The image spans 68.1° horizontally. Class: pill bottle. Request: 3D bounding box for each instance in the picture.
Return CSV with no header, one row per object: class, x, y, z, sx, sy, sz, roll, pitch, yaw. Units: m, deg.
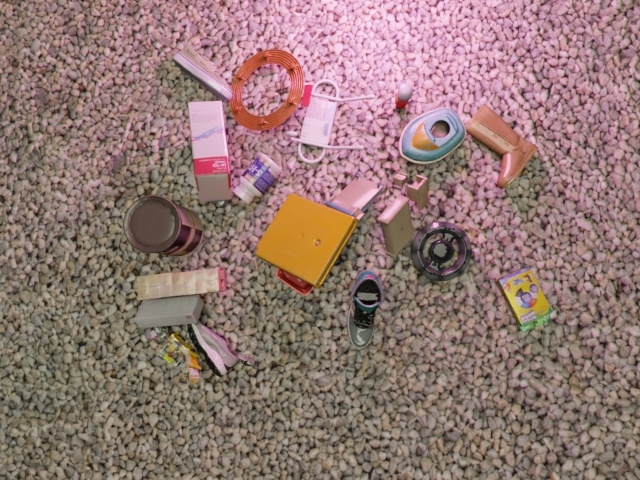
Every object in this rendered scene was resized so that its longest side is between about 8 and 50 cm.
pill bottle,-0.248,-0.234,1.834,0.112,0.112,0.187,41,88,5

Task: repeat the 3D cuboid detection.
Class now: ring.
ring,-0.219,-0.592,1.845,0.336,0.032,0.337,-4,80,22

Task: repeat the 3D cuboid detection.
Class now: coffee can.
coffee can,-0.569,-0.046,1.751,0.201,0.275,0.202,0,86,3

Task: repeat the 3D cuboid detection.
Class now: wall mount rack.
wall mount rack,0.038,-0.468,1.832,0.304,0.130,0.350,12,87,4

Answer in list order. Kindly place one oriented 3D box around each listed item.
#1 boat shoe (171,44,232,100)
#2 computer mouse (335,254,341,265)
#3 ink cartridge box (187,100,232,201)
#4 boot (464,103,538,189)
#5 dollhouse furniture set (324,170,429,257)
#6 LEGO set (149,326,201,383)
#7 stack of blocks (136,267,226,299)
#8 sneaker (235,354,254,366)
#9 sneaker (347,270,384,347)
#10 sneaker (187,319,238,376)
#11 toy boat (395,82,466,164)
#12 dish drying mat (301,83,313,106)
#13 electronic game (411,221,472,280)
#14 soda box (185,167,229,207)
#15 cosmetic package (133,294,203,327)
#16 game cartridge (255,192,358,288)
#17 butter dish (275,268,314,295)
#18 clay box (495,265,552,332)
boat shoe,-0.459,-0.674,1.885,0.302,0.109,0.094,38,86,8
computer mouse,0.000,0.000,1.846,0.071,0.041,0.242,-33,78,-9
ink cartridge box,-0.408,-0.327,1.757,0.131,0.226,0.306,-5,72,-10
boot,0.664,-0.358,1.821,0.269,0.089,0.236,39,76,4
dollhouse furniture set,0.218,-0.129,1.830,0.303,0.198,0.286,27,62,34
LEGO set,-0.538,0.453,1.781,0.287,0.132,0.107,42,94,27
stack of blocks,-0.511,0.164,1.784,0.297,0.171,0.087,-6,85,1
sneaker,-0.295,0.461,1.817,0.083,0.037,0.032,15,88,5
sneaker,0.165,0.256,1.741,0.123,0.178,0.296,6,86,3
sneaker,-0.420,0.387,1.810,0.108,0.100,0.271,-32,76,-32
toy boat,0.385,-0.450,1.805,0.267,0.148,0.318,-35,85,0
dish drying mat,-0.050,-0.547,1.786,0.032,0.008,0.083,11,87,8
electronic game,0.462,0.041,1.811,0.229,0.048,0.229,0,93,4
soda box,-0.440,-0.206,1.868,0.183,0.058,0.063,35,88,5
cosmetic package,-0.572,0.270,1.792,0.239,0.060,0.099,-6,42,13
game cartridge,-0.061,-0.008,1.753,0.323,0.052,0.285,24,78,36
butter dish,-0.076,0.109,1.795,0.160,0.118,0.160,35,87,5
clay box,0.771,0.223,1.780,0.127,0.053,0.222,-26,84,1
